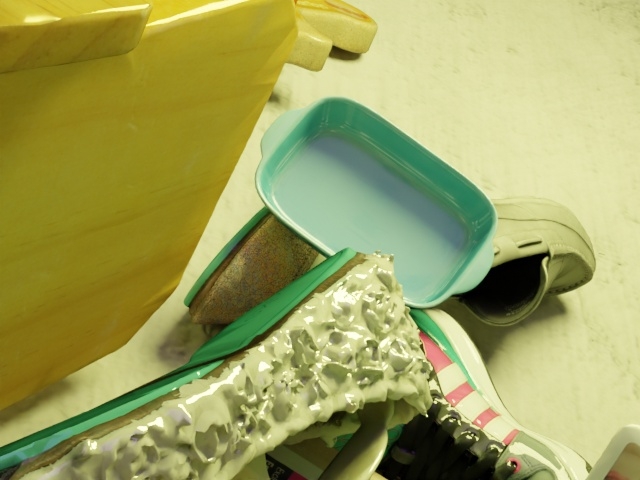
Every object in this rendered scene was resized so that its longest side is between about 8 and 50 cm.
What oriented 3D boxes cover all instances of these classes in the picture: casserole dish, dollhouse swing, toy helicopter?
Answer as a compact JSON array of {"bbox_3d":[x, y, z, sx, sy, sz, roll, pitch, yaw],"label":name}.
[{"bbox_3d":[0.038,-0.024,1.066,0.188,0.037,0.114,36,67,7],"label":"casserole dish"},{"bbox_3d":[-0.235,-0.063,0.840,0.315,0.347,0.305,30,32,4],"label":"dollhouse swing"},{"bbox_3d":[-0.069,-0.233,1.474,0.235,0.140,0.355,34,20,27],"label":"toy helicopter"}]

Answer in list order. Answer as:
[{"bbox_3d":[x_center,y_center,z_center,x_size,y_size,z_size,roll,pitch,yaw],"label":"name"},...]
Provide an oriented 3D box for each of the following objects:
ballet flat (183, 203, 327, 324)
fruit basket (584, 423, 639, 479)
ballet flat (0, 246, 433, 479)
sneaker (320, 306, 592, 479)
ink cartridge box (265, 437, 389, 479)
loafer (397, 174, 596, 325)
[{"bbox_3d":[0.000,0.000,1.174,0.106,0.107,0.316,37,33,1],"label":"ballet flat"},{"bbox_3d":[0.193,0.313,0.714,0.327,0.165,0.353,36,67,13],"label":"fruit basket"},{"bbox_3d":[-0.052,0.114,0.776,0.147,0.147,0.409,39,33,17],"label":"ballet flat"},{"bbox_3d":[0.063,0.136,0.992,0.178,0.124,0.295,9,28,-37],"label":"sneaker"},{"bbox_3d":[-0.055,0.198,0.850,0.193,0.088,0.235,30,30,6],"label":"ink cartridge box"},{"bbox_3d":[0.144,0.021,1.225,0.319,0.112,0.111,11,53,-52],"label":"loafer"}]
